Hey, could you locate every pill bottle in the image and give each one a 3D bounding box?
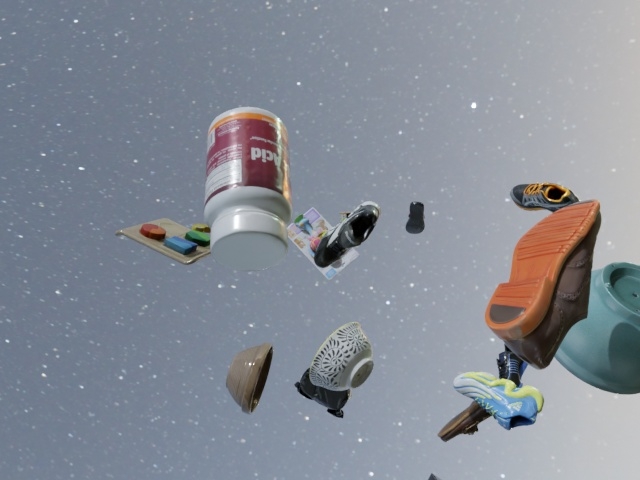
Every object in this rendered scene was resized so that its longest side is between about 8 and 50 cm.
[{"bbox_3d":[-0.186,-0.134,1.466,0.224,0.224,0.392,39,-143,-48],"label":"pill bottle"}]

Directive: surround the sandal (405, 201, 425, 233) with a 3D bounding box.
[{"bbox_3d":[0.339,-0.084,1.987,0.179,0.067,0.040,86,-166,-53],"label":"sandal"}]

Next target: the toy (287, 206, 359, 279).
[{"bbox_3d":[0.000,0.000,1.862,0.137,0.237,0.056,-39,-22,-13],"label":"toy"}]

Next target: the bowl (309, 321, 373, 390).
[{"bbox_3d":[0.064,0.271,1.236,0.170,0.080,0.170,-33,-39,-32],"label":"bowl"}]

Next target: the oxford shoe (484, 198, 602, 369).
[{"bbox_3d":[0.421,0.067,1.011,0.132,0.130,0.363,50,-118,-15],"label":"oxford shoe"}]

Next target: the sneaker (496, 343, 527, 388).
[{"bbox_3d":[0.598,0.419,1.807,0.090,0.081,0.232,45,-140,1],"label":"sneaker"}]

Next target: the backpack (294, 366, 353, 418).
[{"bbox_3d":[0.031,0.395,1.518,0.115,0.152,0.182,-55,-19,-5],"label":"backpack"}]

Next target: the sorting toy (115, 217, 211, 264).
[{"bbox_3d":[-0.363,-0.018,1.510,0.307,0.229,0.041,-34,-37,-70],"label":"sorting toy"}]

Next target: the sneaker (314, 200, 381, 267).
[{"bbox_3d":[0.067,-0.009,1.499,0.234,0.106,0.078,-43,-81,12],"label":"sneaker"}]

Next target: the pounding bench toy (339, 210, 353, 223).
[{"bbox_3d":[0.109,-0.069,2.071,0.083,0.052,0.065,6,-99,-65],"label":"pounding bench toy"}]

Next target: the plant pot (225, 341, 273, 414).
[{"bbox_3d":[-0.241,0.443,1.863,0.237,0.110,0.237,15,-90,-83],"label":"plant pot"}]

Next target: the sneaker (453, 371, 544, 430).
[{"bbox_3d":[0.469,0.431,1.512,0.126,0.240,0.091,-56,-37,-48],"label":"sneaker"}]

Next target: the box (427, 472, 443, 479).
[{"bbox_3d":[0.288,0.661,1.253,0.165,0.143,0.270,-58,-4,-6],"label":"box"}]

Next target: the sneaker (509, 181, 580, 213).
[{"bbox_3d":[0.613,-0.126,1.546,0.084,0.215,0.083,-53,-52,-13],"label":"sneaker"}]

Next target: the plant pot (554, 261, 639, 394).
[{"bbox_3d":[0.685,0.174,1.298,0.293,0.293,0.196,-38,-28,-40],"label":"plant pot"}]

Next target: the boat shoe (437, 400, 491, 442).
[{"bbox_3d":[0.438,0.531,1.651,0.207,0.073,0.073,-44,-7,15],"label":"boat shoe"}]
